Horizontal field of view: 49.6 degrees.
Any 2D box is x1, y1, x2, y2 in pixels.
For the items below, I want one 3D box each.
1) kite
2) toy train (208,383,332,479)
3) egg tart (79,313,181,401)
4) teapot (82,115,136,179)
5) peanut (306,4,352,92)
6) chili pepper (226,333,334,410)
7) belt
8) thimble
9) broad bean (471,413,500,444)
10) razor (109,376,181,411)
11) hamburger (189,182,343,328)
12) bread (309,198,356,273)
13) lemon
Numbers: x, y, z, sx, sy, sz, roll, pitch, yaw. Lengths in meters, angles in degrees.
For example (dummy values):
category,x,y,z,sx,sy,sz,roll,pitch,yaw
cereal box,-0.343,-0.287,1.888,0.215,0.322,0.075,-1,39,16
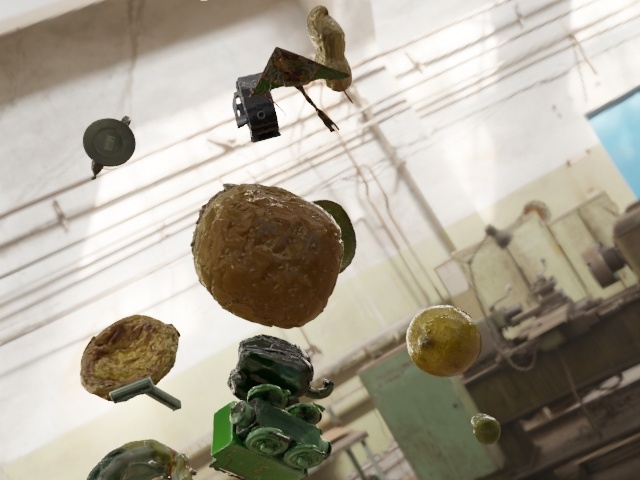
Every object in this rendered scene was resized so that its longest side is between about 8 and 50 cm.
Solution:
category,x,y,z,sx,sy,sz,roll,pitch,yaw
kite,-0.031,-0.261,1.237,0.198,0.006,0.244,-9,-31,22
toy train,-0.103,0.398,1.387,0.188,0.132,0.243,-37,-53,26
egg tart,-0.606,0.392,2.228,0.341,0.341,0.129,-27,-48,-17
teapot,-0.684,-0.305,2.259,0.239,0.162,0.149,-66,11,-19
peanut,0.018,-0.412,1.494,0.082,0.187,0.082,-12,17,4
chili pepper,-0.082,0.324,1.606,0.165,0.261,0.173,175,117,-75
belt,-0.204,-0.412,2.097,0.128,0.218,0.122,-14,-30,-3
thimble,-0.442,0.636,1.697,0.288,0.254,0.167,-35,-26,-38
broad bean,0.375,0.426,1.564,0.063,0.083,0.045,-37,22,-3
razor,-0.438,0.405,1.823,0.111,0.056,0.278,-21,-24,5
hamburger,-0.100,0.025,1.284,0.283,0.259,0.144,17,-12,-9
bread,0.000,0.000,1.907,0.236,0.236,0.070,-23,5,-40
lemon,0.432,0.355,2.442,0.258,0.258,0.310,-34,-29,26
